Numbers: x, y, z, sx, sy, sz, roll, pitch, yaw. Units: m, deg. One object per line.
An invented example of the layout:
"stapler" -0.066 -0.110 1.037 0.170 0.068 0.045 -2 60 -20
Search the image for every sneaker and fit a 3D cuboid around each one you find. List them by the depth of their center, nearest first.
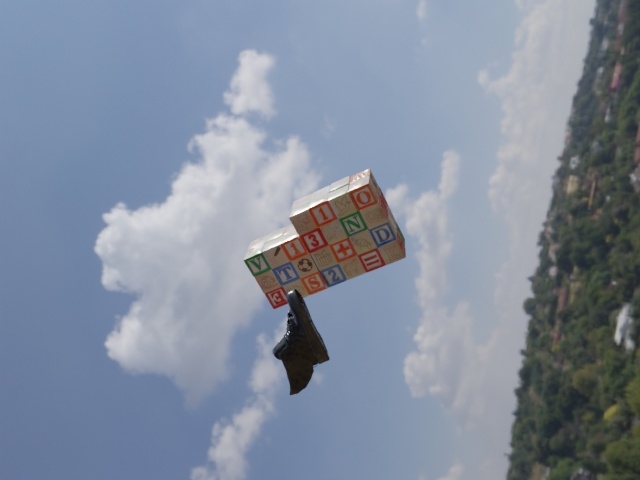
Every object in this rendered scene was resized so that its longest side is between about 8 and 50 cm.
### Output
"sneaker" -0.045 0.169 1.116 0.051 0.089 0.170 -102 -12 -70

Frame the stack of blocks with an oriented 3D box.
"stack of blocks" 0.000 0.000 1.337 0.171 0.297 0.087 61 -163 -20
